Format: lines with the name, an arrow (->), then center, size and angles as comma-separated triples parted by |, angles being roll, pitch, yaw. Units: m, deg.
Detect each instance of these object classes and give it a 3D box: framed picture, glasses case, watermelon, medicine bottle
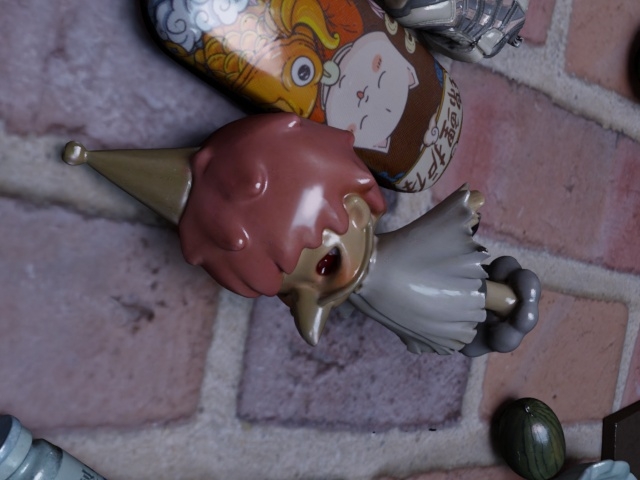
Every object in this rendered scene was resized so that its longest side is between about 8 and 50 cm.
framed picture -> 0.482, 0.306, 1.020 | 0.169, 0.023, 0.127 | -10, 103, -34
glasses case -> 0.003, -0.145, 0.563 | 0.321, 0.082, 0.122 | 27, 80, -36
watermelon -> 0.252, 0.236, 0.812 | 0.078, 0.078, 0.110 | -30, 113, -28
medicine bottle -> -0.177, 0.203, 0.514 | 0.051, 0.051, 0.191 | -50, 122, -18

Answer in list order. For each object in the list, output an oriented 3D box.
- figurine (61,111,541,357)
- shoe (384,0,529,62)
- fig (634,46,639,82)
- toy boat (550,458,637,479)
figurine -> 0.000, 0.000, 0.526 | 0.387, 0.207, 0.166 | 21, 66, -26
shoe -> 0.134, -0.218, 0.650 | 0.180, 0.089, 0.092 | -23, 123, -28
fig -> 0.479, -0.224, 0.873 | 0.156, 0.123, 0.123 | 11, 92, -48
toy boat -> 0.337, 0.397, 0.885 | 0.199, 0.100, 0.290 | -34, 115, -26
